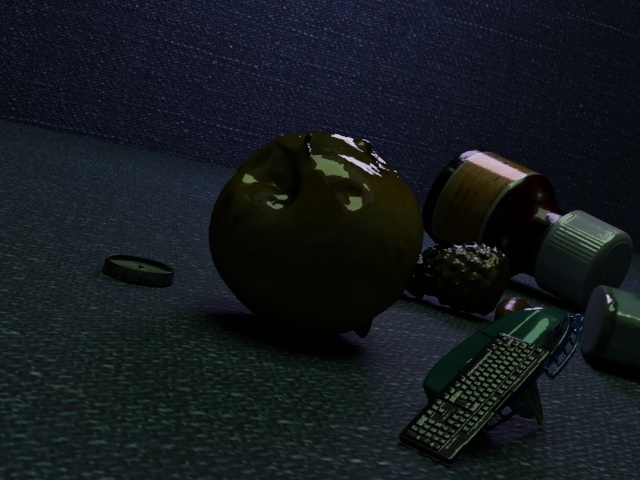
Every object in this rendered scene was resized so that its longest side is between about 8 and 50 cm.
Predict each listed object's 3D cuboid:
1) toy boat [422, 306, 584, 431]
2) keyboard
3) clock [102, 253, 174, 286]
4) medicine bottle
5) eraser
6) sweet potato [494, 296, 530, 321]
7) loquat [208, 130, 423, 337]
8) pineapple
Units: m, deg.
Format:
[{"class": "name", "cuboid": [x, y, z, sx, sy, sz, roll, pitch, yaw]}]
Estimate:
[{"class": "toy boat", "cuboid": [0.182, 0.127, 0.847, 0.175, 0.110, 0.091, -35, 27, -19]}, {"class": "keyboard", "cuboid": [0.128, 0.124, 0.749, 0.053, 0.010, 0.155, 19, 41, 36]}, {"class": "clock", "cuboid": [-0.213, 0.035, 1.083, 0.085, 0.017, 0.085, 13, 7, -2]}, {"class": "medicine bottle", "cuboid": [0.414, -0.011, 1.839, 0.395, 0.242, 0.242, 34, 17, 34]}, {"class": "eraser", "cuboid": [0.510, 0.147, 1.255, 0.290, 0.104, 0.189, 15, 3, 6]}, {"class": "sweet potato", "cuboid": [0.279, 0.106, 1.339, 0.056, 0.056, 0.195, 15, 3, 9]}, {"class": "loquat", "cuboid": [0.000, 0.000, 1.001, 0.244, 0.244, 0.244, 14, 7, -2]}, {"class": "pineapple", "cuboid": [0.164, 0.045, 1.410, 0.237, 0.119, 0.111, 12, 50, 25]}]
